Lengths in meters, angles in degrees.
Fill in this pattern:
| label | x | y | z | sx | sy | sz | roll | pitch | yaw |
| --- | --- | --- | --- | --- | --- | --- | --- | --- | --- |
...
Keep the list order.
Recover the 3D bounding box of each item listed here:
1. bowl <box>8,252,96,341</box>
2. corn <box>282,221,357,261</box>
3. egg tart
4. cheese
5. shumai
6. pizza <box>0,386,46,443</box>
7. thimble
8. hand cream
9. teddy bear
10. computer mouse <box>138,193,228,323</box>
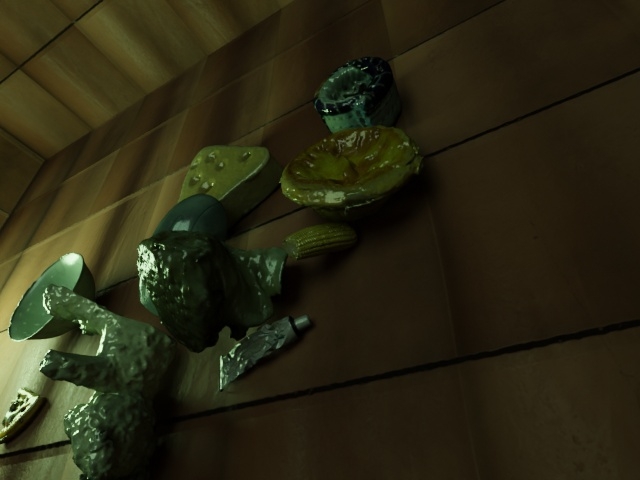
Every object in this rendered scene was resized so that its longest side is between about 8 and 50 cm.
| label | x | y | z | sx | sy | sz | roll | pitch | yaw |
| --- | --- | --- | --- | --- | --- | --- | --- | --- | --- |
| bowl | -0.833 | 0.207 | 1.362 | 0.312 | 0.146 | 0.314 | -19 | 48 | 22 |
| corn | 0.000 | 0.000 | 0.914 | 0.165 | 0.063 | 0.085 | -16 | 50 | -36 |
| egg tart | 0.067 | -0.146 | 0.960 | 0.340 | 0.132 | 0.342 | -14 | 35 | 10 |
| cheese | -0.325 | -0.182 | 1.331 | 0.383 | 0.104 | 0.385 | -19 | 48 | 23 |
| shumai | -0.231 | 0.075 | 0.957 | 0.288 | 0.292 | 0.329 | -32 | 23 | -34 |
| pizza | -0.897 | 0.495 | 1.254 | 0.184 | 0.036 | 0.176 | -37 | 42 | 5 |
| thimble | 0.106 | -0.378 | 1.140 | 0.237 | 0.150 | 0.238 | -19 | 48 | 22 |
| hand cream | -0.128 | 0.230 | 0.893 | 0.256 | 0.050 | 0.084 | -32 | 46 | 15 |
| teddy bear | -0.487 | 0.330 | 0.879 | 0.374 | 0.328 | 0.363 | 17 | 65 | 12 |
| computer mouse | -0.378 | 0.044 | 1.109 | 0.188 | 0.122 | 0.372 | 16 | 85 | 21 |
